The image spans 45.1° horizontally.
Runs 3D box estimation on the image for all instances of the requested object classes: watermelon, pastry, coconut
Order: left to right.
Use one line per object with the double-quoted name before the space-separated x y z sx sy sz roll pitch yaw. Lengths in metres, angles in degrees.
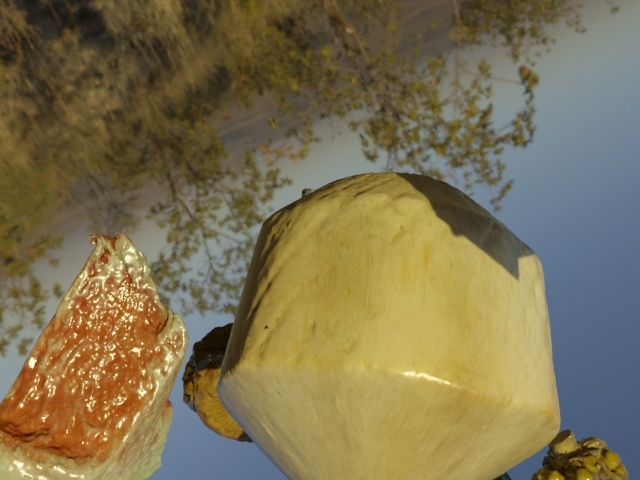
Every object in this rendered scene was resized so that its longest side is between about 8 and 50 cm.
"watermelon" -0.134 0.090 0.486 0.121 0.098 0.158 106 9 -71
"pastry" -0.127 0.237 1.357 0.240 0.235 0.132 -28 -148 7
"coconut" 0.057 0.108 0.679 0.329 0.329 0.329 -27 -173 4

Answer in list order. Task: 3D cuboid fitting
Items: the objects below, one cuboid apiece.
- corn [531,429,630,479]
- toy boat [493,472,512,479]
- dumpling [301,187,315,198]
"corn" 0.287 0.328 0.699 0.097 0.320 0.097 -25 171 -4
"toy boat" 0.175 0.375 0.804 0.145 0.332 0.133 0 145 -8
"dumpling" -0.012 0.008 1.277 0.108 0.219 0.152 -22 -141 -9
